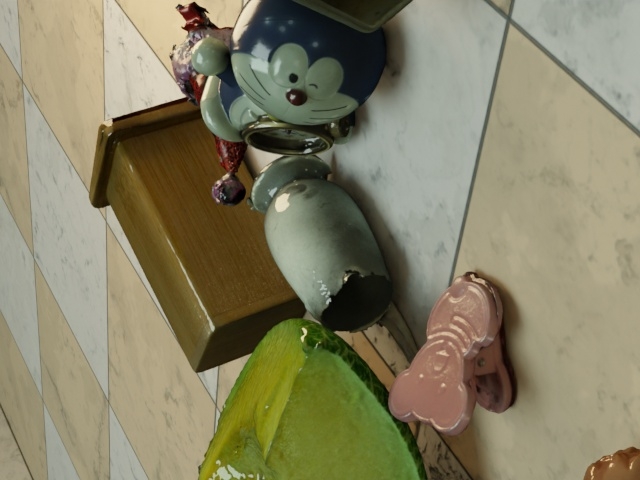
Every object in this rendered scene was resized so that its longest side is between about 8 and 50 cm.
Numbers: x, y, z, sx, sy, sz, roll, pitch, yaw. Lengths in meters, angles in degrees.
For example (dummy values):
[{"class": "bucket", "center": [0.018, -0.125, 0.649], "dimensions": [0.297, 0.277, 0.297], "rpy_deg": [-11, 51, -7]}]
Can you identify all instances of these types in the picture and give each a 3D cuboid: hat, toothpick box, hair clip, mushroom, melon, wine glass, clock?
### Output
[{"class": "hat", "center": [-0.111, -0.149, 1.472], "dimensions": [0.140, 0.128, 0.227], "rpy_deg": [60, -157, -63]}, {"class": "toothpick box", "center": [-0.153, -0.007, 1.653], "dimensions": [0.308, 0.187, 0.190], "rpy_deg": [61, 151, 20]}, {"class": "hair clip", "center": [0.126, 0.109, 1.206], "dimensions": [0.123, 0.102, 0.138], "rpy_deg": [21, 122, 57]}, {"class": "mushroom", "center": [0.047, 0.079, 1.440], "dimensions": [0.306, 0.043, 0.068], "rpy_deg": [31, 148, 55]}, {"class": "melon", "center": [-0.026, 0.239, 1.404], "dimensions": [0.331, 0.226, 0.343], "rpy_deg": [61, 173, -15]}, {"class": "wine glass", "center": [0.000, 0.000, 1.398], "dimensions": [0.111, 0.111, 0.204], "rpy_deg": [102, 148, -45]}, {"class": "clock", "center": [-0.033, -0.177, 1.308], "dimensions": [0.243, 0.199, 0.147], "rpy_deg": [146, 136, -64]}]

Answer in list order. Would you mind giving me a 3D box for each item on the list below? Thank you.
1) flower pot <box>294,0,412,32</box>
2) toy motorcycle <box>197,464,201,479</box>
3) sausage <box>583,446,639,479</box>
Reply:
[{"class": "flower pot", "center": [0.001, -0.311, 1.094], "dimensions": [0.189, 0.239, 0.209], "rpy_deg": [35, 163, 53]}, {"class": "toy motorcycle", "center": [-0.098, 0.518, 1.893], "dimensions": [0.359, 0.125, 0.213], "rpy_deg": [58, 148, 36]}, {"class": "sausage", "center": [0.277, 0.307, 1.016], "dimensions": [0.086, 0.086, 0.289], "rpy_deg": [-17, 89, 66]}]
